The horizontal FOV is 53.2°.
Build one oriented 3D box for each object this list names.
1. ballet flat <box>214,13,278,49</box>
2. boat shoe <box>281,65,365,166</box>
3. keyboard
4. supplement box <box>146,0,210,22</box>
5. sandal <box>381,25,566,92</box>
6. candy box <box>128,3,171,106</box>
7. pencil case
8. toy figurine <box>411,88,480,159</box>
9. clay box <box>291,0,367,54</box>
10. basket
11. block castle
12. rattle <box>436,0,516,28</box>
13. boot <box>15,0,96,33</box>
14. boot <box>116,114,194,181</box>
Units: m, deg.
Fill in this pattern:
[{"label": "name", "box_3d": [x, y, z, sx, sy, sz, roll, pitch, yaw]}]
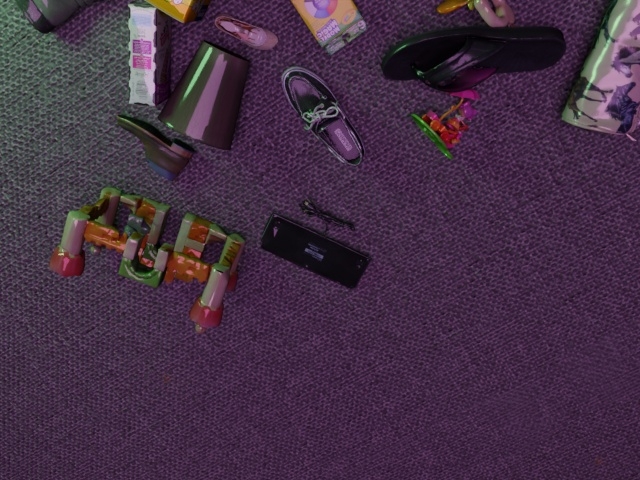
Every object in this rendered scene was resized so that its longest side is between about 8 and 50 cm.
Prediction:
[{"label": "ballet flat", "box_3d": [-0.190, -0.523, 1.614, 0.168, 0.052, 0.057, 18, 110, -5]}, {"label": "boat shoe", "box_3d": [0.007, -0.317, 1.655, 0.113, 0.105, 0.306, -31, 107, 13]}, {"label": "keyboard", "box_3d": [0.000, 0.000, 1.815, 0.317, 0.033, 0.202, 25, 116, -8]}, {"label": "supplement box", "box_3d": [-0.300, -0.712, 1.472, 0.195, 0.194, 0.357, 30, 109, -8]}, {"label": "sandal", "box_3d": [0.372, -0.434, 1.552, 0.445, 0.167, 0.107, -4, 68, 5]}, {"label": "candy box", "box_3d": [-0.421, -0.463, 1.589, 0.071, 0.159, 0.234, 5, 111, -1]}, {"label": "pencil case", "box_3d": [0.751, -0.456, 1.545, 0.183, 0.160, 0.411, 19, 110, 4]}, {"label": "toy figurine", "box_3d": [0.348, -0.319, 1.650, 0.159, 0.130, 0.173, -44, 125, 7]}, {"label": "clay box", "box_3d": [0.010, -0.585, 1.583, 0.127, 0.053, 0.222, -33, 105, 14]}, {"label": "basket", "box_3d": [-0.279, -0.375, 1.625, 0.204, 0.154, 0.227, 25, 106, -3]}, {"label": "block castle", "box_3d": [-0.446, 0.054, 1.708, 0.453, 0.303, 0.213, 20, 111, -4]}, {"label": "rattle", "box_3d": [0.410, -0.540, 1.582, 0.199, 0.130, 0.142, 25, 132, -39]}, {"label": "boot", "box_3d": [-0.682, -0.700, 1.547, 0.222, 0.118, 0.338, -29, 118, 9]}, {"label": "boot", "box_3d": [-0.459, -0.247, 1.713, 0.219, 0.082, 0.106, 28, 107, -10]}]
